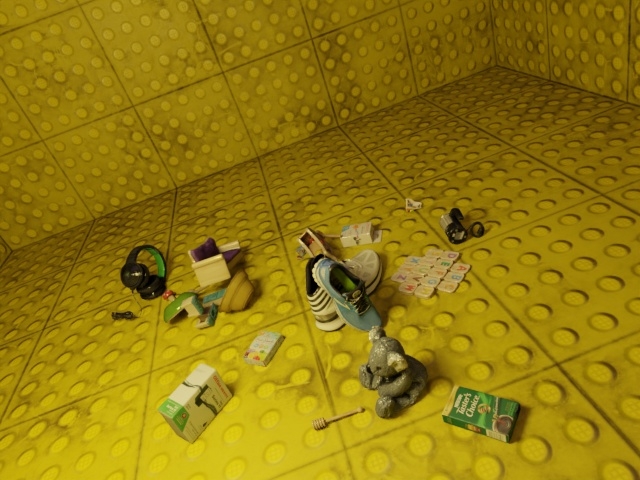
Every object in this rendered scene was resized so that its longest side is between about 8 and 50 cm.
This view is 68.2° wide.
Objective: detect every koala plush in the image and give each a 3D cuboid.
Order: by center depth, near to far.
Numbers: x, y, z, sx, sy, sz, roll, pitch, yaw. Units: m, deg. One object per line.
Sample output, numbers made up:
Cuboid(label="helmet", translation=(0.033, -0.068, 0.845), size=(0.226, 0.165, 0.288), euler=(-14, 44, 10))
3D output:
Cuboid(label="koala plush", translation=(0.212, 0.374, 1.428), size=(0.204, 0.221, 0.196), euler=(-24, 31, -6))

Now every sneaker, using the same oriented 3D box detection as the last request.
Cuboid(label="sneaker", translation=(0.107, 0.204, 1.670), size=(0.130, 0.330, 0.147), euler=(-45, 14, -15))
Cuboid(label="sneaker", translation=(0.097, 0.119, 1.862), size=(0.169, 0.257, 0.447), euler=(4, 39, 36))

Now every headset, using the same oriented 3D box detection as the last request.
Cuboid(label="headset", translation=(-0.906, 0.209, 2.349), size=(0.186, 0.243, 0.393), euler=(-9, 53, 20))

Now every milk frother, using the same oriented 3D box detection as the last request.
Cuboid(label="milk frother", translation=(0.605, -0.059, 2.022), size=(0.143, 0.129, 0.134), euler=(20, 28, -16))

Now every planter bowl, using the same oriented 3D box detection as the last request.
Cuboid(label="planter bowl", translation=(-0.348, 0.237, 2.056), size=(0.091, 0.217, 0.217), euler=(27, 44, 5))

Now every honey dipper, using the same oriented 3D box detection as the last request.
Cuboid(label="honey dipper", translation=(0.054, 0.542, 1.448), size=(0.161, 0.030, 0.030), euler=(-17, 31, -1))

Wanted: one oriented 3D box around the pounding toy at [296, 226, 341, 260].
Cuboid(label="pounding toy", translation=(0.000, 0.000, 2.161), size=(0.155, 0.154, 0.269), euler=(-47, 30, 10))

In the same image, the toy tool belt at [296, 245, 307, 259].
Cuboid(label="toy tool belt", translation=(-0.095, 0.050, 2.284), size=(0.052, 0.051, 0.083), euler=(3, 38, 34))

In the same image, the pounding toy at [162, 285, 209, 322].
Cuboid(label="pounding toy", translation=(-0.645, 0.258, 2.150), size=(0.183, 0.110, 0.237), euler=(-37, 6, 43))

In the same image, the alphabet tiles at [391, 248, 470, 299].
Cuboid(label="alphabet tiles", translation=(0.434, 0.126, 1.884), size=(0.278, 0.021, 0.284), euler=(10, 42, 40))

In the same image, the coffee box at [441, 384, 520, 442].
Cuboid(label="coffee box", translation=(0.442, 0.476, 1.308), size=(0.184, 0.040, 0.113), euler=(7, 40, 38))

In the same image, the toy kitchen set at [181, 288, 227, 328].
Cuboid(label="toy kitchen set", translation=(-0.496, 0.260, 2.067), size=(0.122, 0.166, 0.207), euler=(-20, 30, 12))

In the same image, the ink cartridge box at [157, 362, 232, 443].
Cuboid(label="ink cartridge box", translation=(-0.417, 0.545, 1.595), size=(0.087, 0.152, 0.208), euler=(8, 42, 38))

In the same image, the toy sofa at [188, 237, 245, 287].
Cuboid(label="toy sofa", translation=(-0.483, 0.076, 2.243), size=(0.150, 0.176, 0.362), euler=(-17, 9, 5))

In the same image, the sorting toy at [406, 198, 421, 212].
Cuboid(label="sorting toy", translation=(0.458, -0.169, 2.319), size=(0.075, 0.044, 0.083), euler=(-3, 34, 14))

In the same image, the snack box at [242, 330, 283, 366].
Cuboid(label="snack box", translation=(-0.217, 0.410, 1.802), size=(0.100, 0.037, 0.141), euler=(2, 37, 31))

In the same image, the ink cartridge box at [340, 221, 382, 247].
Cuboid(label="ink cartridge box", translation=(0.194, -0.031, 2.232), size=(0.182, 0.061, 0.104), euler=(-9, 33, 18))
